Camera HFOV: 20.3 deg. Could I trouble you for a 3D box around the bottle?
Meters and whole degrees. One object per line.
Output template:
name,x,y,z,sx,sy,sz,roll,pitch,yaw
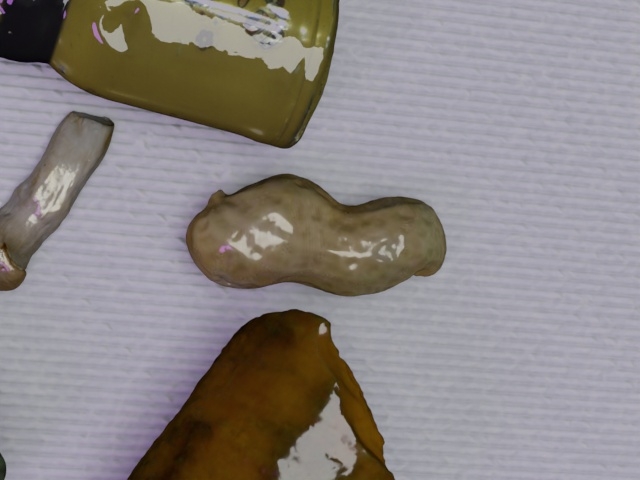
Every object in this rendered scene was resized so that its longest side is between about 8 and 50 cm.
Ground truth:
bottle,-0.169,-0.211,1.652,0.351,0.171,0.171,16,88,-14

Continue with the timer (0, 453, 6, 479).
timer,-0.461,0.119,1.568,0.291,0.291,0.315,-19,75,-13

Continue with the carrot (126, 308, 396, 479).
carrot,-0.056,0.246,1.660,0.241,0.241,0.340,39,86,-12

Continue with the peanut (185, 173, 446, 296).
peanut,0.000,0.000,1.736,0.263,0.101,0.117,7,110,-14

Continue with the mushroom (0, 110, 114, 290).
mushroom,-0.263,-0.041,1.697,0.059,0.054,0.202,39,77,-16
